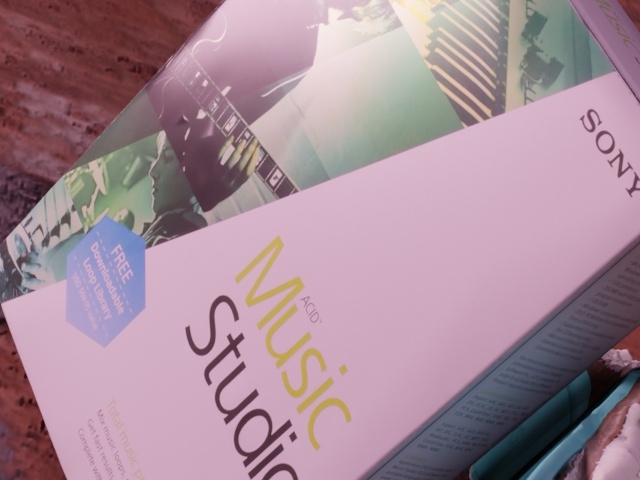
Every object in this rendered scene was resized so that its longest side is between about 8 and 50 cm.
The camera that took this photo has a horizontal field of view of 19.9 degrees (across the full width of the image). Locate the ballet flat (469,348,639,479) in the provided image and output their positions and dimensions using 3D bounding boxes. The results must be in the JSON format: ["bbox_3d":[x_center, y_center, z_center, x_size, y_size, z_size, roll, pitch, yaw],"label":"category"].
[{"bbox_3d":[0.127,0.123,0.749,0.147,0.147,0.409,36,10,6],"label":"ballet flat"}]

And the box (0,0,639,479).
[{"bbox_3d":[0.000,0.000,0.770,0.058,0.322,0.232,17,37,-48],"label":"box"}]
